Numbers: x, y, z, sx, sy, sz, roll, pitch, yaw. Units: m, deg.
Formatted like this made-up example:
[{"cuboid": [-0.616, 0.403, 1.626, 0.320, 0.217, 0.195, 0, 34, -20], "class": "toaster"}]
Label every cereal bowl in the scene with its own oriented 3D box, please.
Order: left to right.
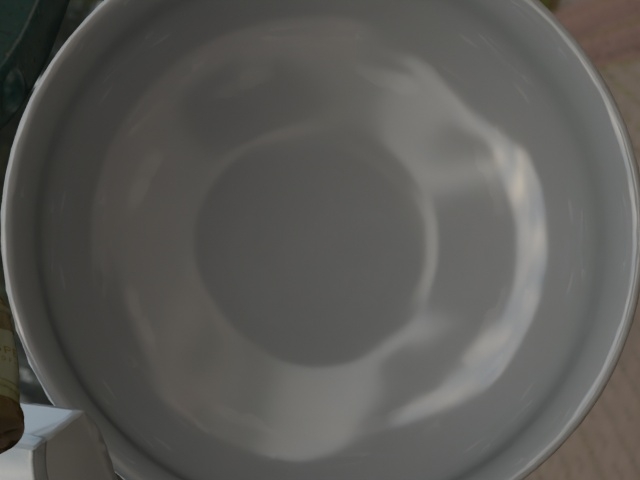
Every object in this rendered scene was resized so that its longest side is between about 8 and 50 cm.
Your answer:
[{"cuboid": [0.000, 0.000, 0.910, 0.141, 0.339, 0.339, 113, 175, -83], "class": "cereal bowl"}]

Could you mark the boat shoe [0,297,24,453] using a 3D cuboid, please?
[{"cuboid": [-0.171, 0.052, 0.516, 0.056, 0.153, 0.048, 75, -176, -65], "class": "boat shoe"}]

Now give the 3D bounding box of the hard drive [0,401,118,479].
[{"cuboid": [-0.223, 0.173, 0.817, 0.047, 0.353, 0.233, -40, -57, -45], "class": "hard drive"}]

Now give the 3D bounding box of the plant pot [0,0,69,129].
[{"cuboid": [-0.181, -0.115, 0.434, 0.293, 0.196, 0.293, 7, -90, -75], "class": "plant pot"}]
